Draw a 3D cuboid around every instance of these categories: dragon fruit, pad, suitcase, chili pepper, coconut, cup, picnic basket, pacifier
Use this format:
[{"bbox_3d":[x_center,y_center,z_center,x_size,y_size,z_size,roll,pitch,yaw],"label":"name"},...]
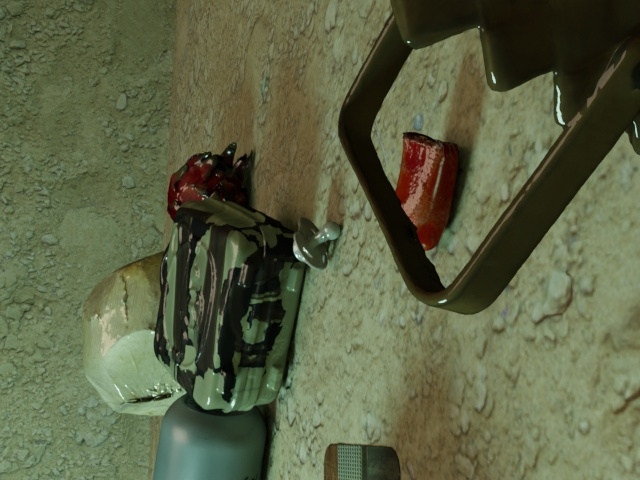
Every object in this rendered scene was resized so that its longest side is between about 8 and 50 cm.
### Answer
[{"bbox_3d":[-0.255,-0.108,1.655,0.192,0.193,0.274,-66,-5,-60],"label":"dragon fruit"},{"bbox_3d":[0.024,0.276,0.955,0.250,0.055,0.323,-37,69,65],"label":"pad"},{"bbox_3d":[-0.178,0.098,1.318,0.339,0.194,0.351,26,108,50],"label":"suitcase"},{"bbox_3d":[0.110,-0.052,0.785,0.070,0.073,0.123,-17,-58,-65],"label":"chili pepper"},{"bbox_3d":[-0.347,0.190,1.588,0.346,0.346,0.360,129,137,-57],"label":"coconut"},{"bbox_3d":[-0.214,0.452,1.351,0.205,0.206,0.312,-151,68,-68],"label":"cup"},{"bbox_3d":[0.123,-0.140,0.442,0.321,0.291,0.254,-59,31,27],"label":"picnic basket"},{"bbox_3d":[0.000,0.000,1.100,0.078,0.081,0.099,-33,22,24],"label":"pacifier"}]
